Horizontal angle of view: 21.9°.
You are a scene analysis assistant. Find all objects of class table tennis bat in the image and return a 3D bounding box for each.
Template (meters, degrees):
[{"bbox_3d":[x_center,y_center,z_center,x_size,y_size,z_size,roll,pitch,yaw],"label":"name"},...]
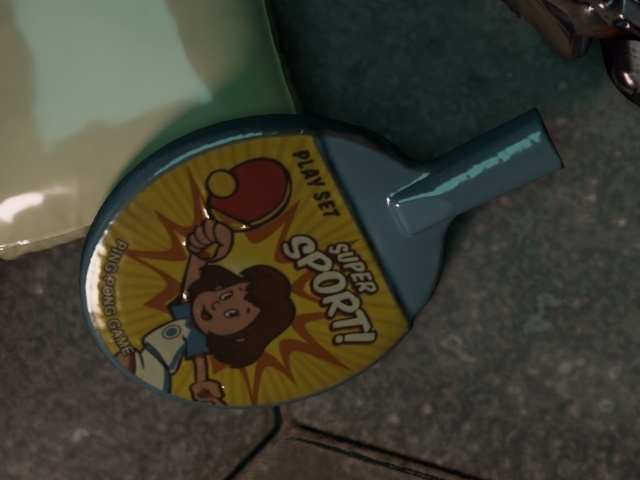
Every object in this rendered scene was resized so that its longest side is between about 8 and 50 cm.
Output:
[{"bbox_3d":[0.000,0.000,1.081,0.329,0.044,0.215,-23,120,6],"label":"table tennis bat"}]

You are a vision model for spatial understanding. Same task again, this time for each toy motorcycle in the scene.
[{"bbox_3d":[0.160,-0.195,1.027,0.106,0.159,0.270,-38,87,-11],"label":"toy motorcycle"}]

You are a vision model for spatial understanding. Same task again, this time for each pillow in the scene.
[{"bbox_3d":[-0.156,-0.165,1.104,0.255,0.120,0.322,-15,90,7],"label":"pillow"}]
